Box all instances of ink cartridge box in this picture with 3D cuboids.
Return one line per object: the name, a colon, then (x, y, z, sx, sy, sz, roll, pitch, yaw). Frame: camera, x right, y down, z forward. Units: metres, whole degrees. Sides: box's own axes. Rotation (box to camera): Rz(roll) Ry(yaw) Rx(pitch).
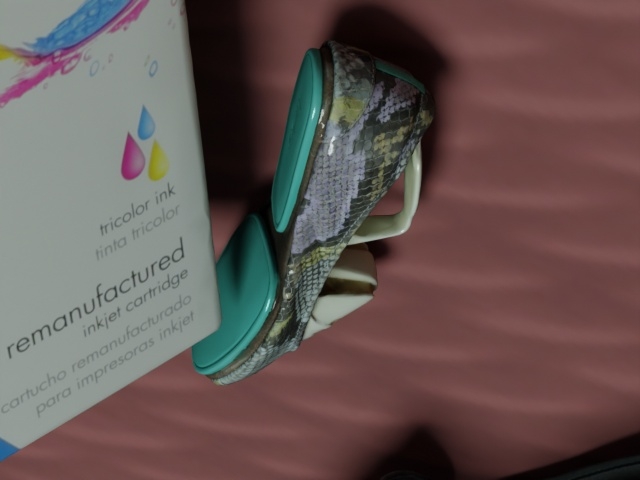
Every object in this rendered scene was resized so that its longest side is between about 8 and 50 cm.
ink cartridge box: (-0.102, -0.054, 0.319, 0.078, 0.134, 0.231, 34, 143, 37)

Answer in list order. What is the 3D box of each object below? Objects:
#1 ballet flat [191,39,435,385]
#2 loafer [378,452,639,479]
ballet flat: (0.000, 0.000, 0.401, 0.041, 0.041, 0.114, 26, 134, 0)
loafer: (0.025, 0.099, 0.450, 0.223, 0.076, 0.078, -15, 114, 27)
